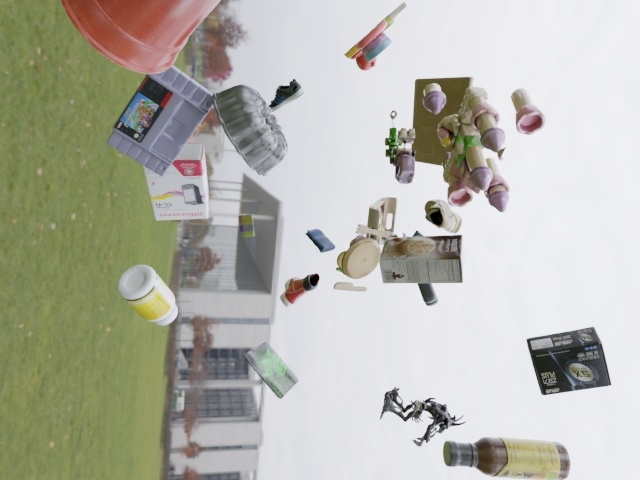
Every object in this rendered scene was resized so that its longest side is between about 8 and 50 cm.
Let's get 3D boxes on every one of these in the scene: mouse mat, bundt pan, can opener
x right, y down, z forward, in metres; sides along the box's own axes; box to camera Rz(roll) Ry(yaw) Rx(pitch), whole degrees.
[{"bbox_3d":[-0.133,0.356,1.396,0.007,0.152,0.190,-44,171,8],"label":"mouse mat"},{"bbox_3d":[-0.221,-0.390,1.718,0.330,0.124,0.330,57,14,-23],"label":"bundt pan"},{"bbox_3d":[0.317,0.099,1.741,0.076,0.095,0.283,49,23,-59],"label":"can opener"}]

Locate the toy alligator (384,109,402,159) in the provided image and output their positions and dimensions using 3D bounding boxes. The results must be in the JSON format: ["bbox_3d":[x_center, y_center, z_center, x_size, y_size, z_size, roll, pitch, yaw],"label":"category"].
[{"bbox_3d":[0.240,-0.329,1.655,0.051,0.056,0.189,-62,150,-58],"label":"toy alligator"}]

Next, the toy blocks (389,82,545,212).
[{"bbox_3d":[0.353,-0.197,1.225,0.288,0.309,0.259,98,-5,-49],"label":"toy blocks"}]

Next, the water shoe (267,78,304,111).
[{"bbox_3d":[-0.158,-0.606,2.089,0.203,0.080,0.073,-19,-156,35],"label":"water shoe"}]

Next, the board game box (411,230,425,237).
[{"bbox_3d":[0.448,0.059,2.155,0.186,0.026,0.126,44,-69,31],"label":"board game box"}]

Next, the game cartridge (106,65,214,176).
[{"bbox_3d":[-0.552,-0.419,1.735,0.355,0.230,0.068,-49,-149,17],"label":"game cartridge"}]

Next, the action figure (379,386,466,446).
[{"bbox_3d":[0.347,0.608,1.729,0.164,0.276,0.140,-51,158,-73],"label":"action figure"}]

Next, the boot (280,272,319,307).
[{"bbox_3d":[-0.068,0.183,2.136,0.176,0.088,0.244,-37,-172,13],"label":"boot"}]

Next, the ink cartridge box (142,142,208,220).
[{"bbox_3d":[-0.569,-0.232,2.006,0.306,0.226,0.131,95,-10,-45],"label":"ink cartridge box"}]

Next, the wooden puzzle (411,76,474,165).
[{"bbox_3d":[0.465,-0.446,1.896,0.348,0.081,0.321,-149,-124,-61],"label":"wooden puzzle"}]

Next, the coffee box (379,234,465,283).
[{"bbox_3d":[0.321,0.059,1.576,0.141,0.247,0.098,-64,146,-54],"label":"coffee box"}]

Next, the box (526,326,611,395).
[{"bbox_3d":[0.676,0.331,1.373,0.077,0.180,0.147,-64,135,-62],"label":"box"}]

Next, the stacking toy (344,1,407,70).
[{"bbox_3d":[0.266,-0.858,2.158,0.279,0.130,0.309,-42,-165,0],"label":"stacking toy"}]

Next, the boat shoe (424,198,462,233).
[{"bbox_3d":[0.519,-0.118,2.227,0.302,0.098,0.109,-113,-142,-64],"label":"boat shoe"}]

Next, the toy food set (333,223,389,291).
[{"bbox_3d":[0.105,0.046,1.362,0.038,0.133,0.191,41,-66,51],"label":"toy food set"}]

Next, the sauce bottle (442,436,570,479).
[{"bbox_3d":[0.528,0.623,1.442,0.111,0.345,0.111,-175,-90,-88],"label":"sauce bottle"}]

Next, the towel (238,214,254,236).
[{"bbox_3d":[-0.275,-0.056,1.870,0.009,0.060,0.083,-20,104,-67],"label":"towel"}]

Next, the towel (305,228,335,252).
[{"bbox_3d":[0.000,0.000,1.886,0.119,0.067,0.029,47,-45,38],"label":"towel"}]

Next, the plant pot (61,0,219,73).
[{"bbox_3d":[-0.321,-0.520,0.992,0.265,0.273,0.272,-23,-121,35],"label":"plant pot"}]

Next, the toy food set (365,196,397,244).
[{"bbox_3d":[0.262,-0.050,2.089,0.306,0.093,0.219,-35,132,-66],"label":"toy food set"}]

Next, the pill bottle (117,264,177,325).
[{"bbox_3d":[-0.452,0.152,1.336,0.184,0.103,0.103,73,6,-52],"label":"pill bottle"}]
